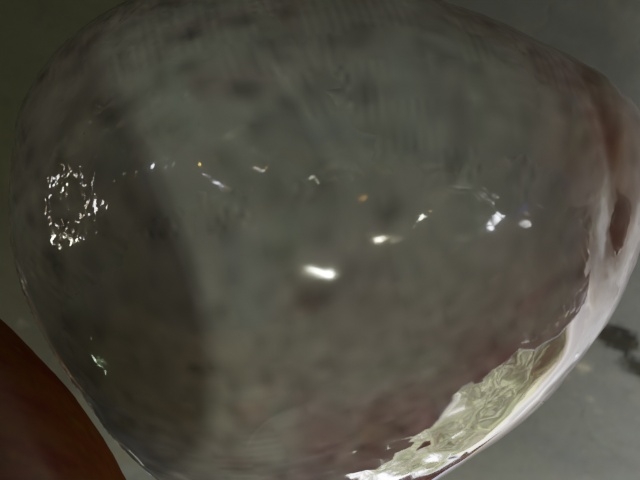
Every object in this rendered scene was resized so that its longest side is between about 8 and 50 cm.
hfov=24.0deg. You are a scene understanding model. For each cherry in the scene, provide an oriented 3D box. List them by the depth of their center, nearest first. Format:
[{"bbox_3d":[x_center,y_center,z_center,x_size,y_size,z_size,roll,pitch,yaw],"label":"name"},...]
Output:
[{"bbox_3d":[-0.007,-0.010,0.833,0.326,0.291,0.335,40,129,-21],"label":"cherry"}]

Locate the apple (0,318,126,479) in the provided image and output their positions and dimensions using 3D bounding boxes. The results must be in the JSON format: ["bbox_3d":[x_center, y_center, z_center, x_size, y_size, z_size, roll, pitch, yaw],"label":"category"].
[{"bbox_3d":[-0.203,0.145,0.443,0.339,0.340,0.340,17,147,11],"label":"apple"}]
